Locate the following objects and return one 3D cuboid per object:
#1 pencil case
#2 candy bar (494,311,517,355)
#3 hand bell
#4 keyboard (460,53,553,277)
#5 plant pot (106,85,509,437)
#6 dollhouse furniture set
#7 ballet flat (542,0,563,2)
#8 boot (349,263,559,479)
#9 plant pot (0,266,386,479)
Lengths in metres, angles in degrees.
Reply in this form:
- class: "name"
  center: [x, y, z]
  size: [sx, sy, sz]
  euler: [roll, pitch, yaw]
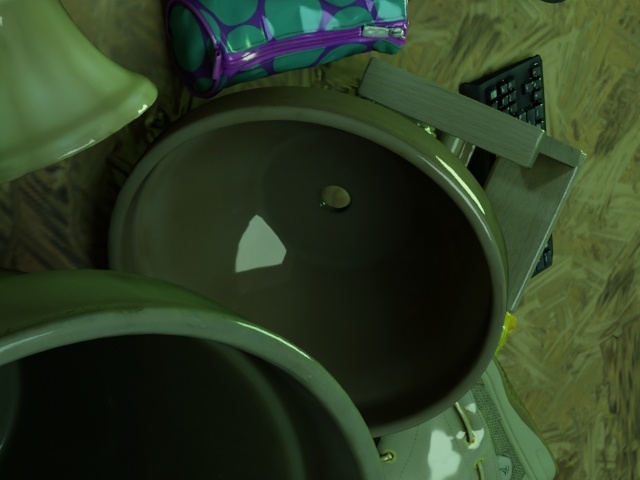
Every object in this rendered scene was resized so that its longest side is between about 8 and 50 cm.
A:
- class: "pencil case"
  center: [-0.017, -0.131, 0.765]
  size: [0.152, 0.070, 0.064]
  euler: [-18, 132, -30]
- class: "candy bar"
  center: [0.101, 0.117, 0.993]
  size: [0.161, 0.018, 0.040]
  euler: [-53, 127, -8]
- class: "hand bell"
  center: [-0.184, -0.159, 0.620]
  size: [0.126, 0.126, 0.242]
  euler: [-31, 113, -24]
- class: "keyboard"
  center: [0.137, -0.041, 0.954]
  size: [0.108, 0.023, 0.180]
  euler: [-25, 121, -28]
- class: "plant pot"
  center: [0.000, 0.000, 0.772]
  size: [0.110, 0.237, 0.237]
  euler: [-67, 150, -55]
- class: "dollhouse furniture set"
  center: [0.084, -0.031, 0.834]
  size: [0.123, 0.144, 0.151]
  euler: [-67, 171, 7]
- class: "ballet flat"
  center: [0.124, -0.227, 0.862]
  size: [0.057, 0.049, 0.173]
  euler: [-24, 136, 27]
- class: "boot"
  center: [0.036, 0.142, 0.905]
  size: [0.203, 0.095, 0.262]
  euler: [-39, 120, -8]
- class: "plant pot"
  center: [-0.174, 0.136, 0.613]
  size: [0.323, 0.280, 0.323]
  euler: [-15, 116, -32]
